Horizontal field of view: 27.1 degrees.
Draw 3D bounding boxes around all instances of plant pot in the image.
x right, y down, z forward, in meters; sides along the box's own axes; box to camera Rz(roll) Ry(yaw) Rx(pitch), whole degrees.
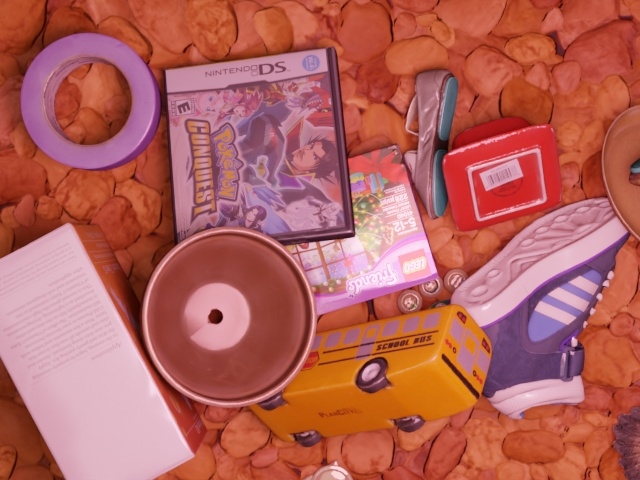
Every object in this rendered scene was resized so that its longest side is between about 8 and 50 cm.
[{"bbox_3d":[-0.132,0.103,1.789,0.237,0.110,0.237,1,86,-17],"label":"plant pot"},{"bbox_3d":[0.482,-0.077,1.849,0.236,0.032,0.236,9,67,-22],"label":"plant pot"}]

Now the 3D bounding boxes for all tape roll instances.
[{"bbox_3d":[-0.321,-0.193,1.875,0.189,0.080,0.189,0,91,0],"label":"tape roll"}]

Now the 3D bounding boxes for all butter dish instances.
[{"bbox_3d":[0.245,-0.112,1.862,0.160,0.118,0.160,-16,134,1],"label":"butter dish"}]

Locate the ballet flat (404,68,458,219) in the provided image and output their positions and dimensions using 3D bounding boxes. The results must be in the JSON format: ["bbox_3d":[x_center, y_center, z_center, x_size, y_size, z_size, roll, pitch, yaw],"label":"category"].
[{"bbox_3d":[0.152,-0.137,1.889,0.068,0.072,0.213,6,90,28],"label":"ballet flat"}]

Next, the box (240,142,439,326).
[{"bbox_3d":[0.000,0.000,1.882,0.293,0.057,0.201,-18,90,3],"label":"box"}]

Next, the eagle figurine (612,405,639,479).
[{"bbox_3d":[0.571,0.275,1.809,0.298,0.225,0.226,25,73,-1],"label":"eagle figurine"}]

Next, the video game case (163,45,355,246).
[{"bbox_3d":[-0.088,-0.124,1.852,0.248,0.035,0.275,-7,75,5],"label":"video game case"}]

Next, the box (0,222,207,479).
[{"bbox_3d":[-0.312,0.164,1.810,0.168,0.215,0.345,-28,91,0],"label":"box"}]

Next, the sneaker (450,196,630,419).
[{"bbox_3d":[0.339,0.108,1.869,0.322,0.130,0.236,-34,115,-20],"label":"sneaker"}]

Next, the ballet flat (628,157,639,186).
[{"bbox_3d":[0.571,-0.123,1.828,0.342,0.116,0.124,-33,107,-25],"label":"ballet flat"}]

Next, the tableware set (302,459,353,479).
[{"bbox_3d":[0.027,0.410,1.909,0.168,0.020,0.141,41,91,0],"label":"tableware set"}]

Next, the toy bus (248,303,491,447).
[{"bbox_3d":[0.058,0.185,1.800,0.108,0.332,0.130,48,46,-31],"label":"toy bus"}]

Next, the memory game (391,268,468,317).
[{"bbox_3d":[0.187,0.134,1.909,0.186,0.012,0.186,0,90,0],"label":"memory game"}]
